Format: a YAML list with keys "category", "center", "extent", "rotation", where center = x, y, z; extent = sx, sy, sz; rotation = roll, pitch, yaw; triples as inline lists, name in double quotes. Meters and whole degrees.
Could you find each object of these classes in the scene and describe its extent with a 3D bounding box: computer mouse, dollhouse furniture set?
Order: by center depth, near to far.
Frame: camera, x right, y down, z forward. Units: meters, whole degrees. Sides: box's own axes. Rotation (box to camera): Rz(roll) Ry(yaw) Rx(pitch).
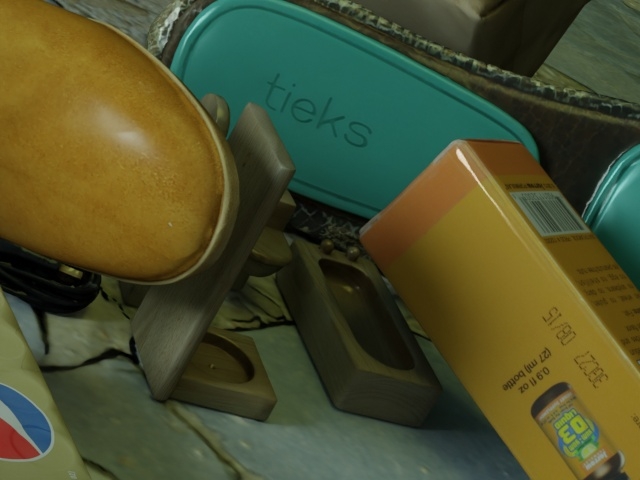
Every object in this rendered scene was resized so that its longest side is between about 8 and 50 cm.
- category: "computer mouse"
  center: [-0.202, -0.021, 0.739]
  extent: [0.242, 0.041, 0.071]
  rotation: [17, 25, -27]
- category: "dollhouse furniture set"
  center: [0.000, 0.000, 0.819]
  extent: [0.151, 0.123, 0.144]
  rotation: [17, 26, -27]

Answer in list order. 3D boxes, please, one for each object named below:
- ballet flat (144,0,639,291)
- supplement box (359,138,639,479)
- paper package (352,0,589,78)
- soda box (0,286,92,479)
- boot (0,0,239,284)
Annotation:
- category: "ballet flat"
  center: [0.128, -0.016, 0.989]
  extent: [0.483, 0.164, 0.182]
  rotation: [27, 7, 1]
- category: "supplement box"
  center: [0.122, 0.062, 0.824]
  extent: [0.080, 0.078, 0.233]
  rotation: [-1, 52, -57]
- category: "paper package"
  center: [0.012, -0.229, 1.106]
  extent: [0.325, 0.168, 0.309]
  rotation: [34, -9, 12]
- category: "soda box"
  center: [-0.135, 0.064, 0.615]
  extent: [0.061, 0.058, 0.181]
  rotation: [12, 29, -35]
- category: "boot"
  center: [-0.194, -0.066, 0.668]
  extent: [0.295, 0.104, 0.211]
  rotation: [32, 16, 27]
